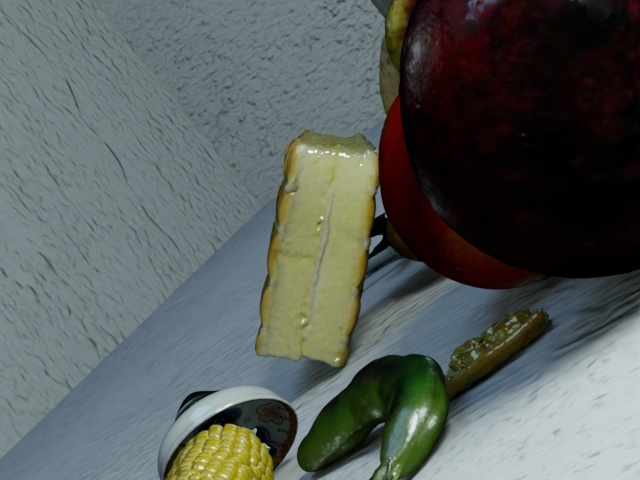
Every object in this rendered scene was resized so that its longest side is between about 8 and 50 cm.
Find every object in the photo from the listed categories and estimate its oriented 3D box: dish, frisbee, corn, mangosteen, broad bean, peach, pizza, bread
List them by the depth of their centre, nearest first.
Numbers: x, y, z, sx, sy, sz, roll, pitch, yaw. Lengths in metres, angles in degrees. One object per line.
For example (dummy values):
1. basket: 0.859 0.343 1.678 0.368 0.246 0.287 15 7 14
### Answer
1. mangosteen: 0.183 -0.134 1.390 0.307 0.307 0.347 -41 39 -11
2. broad bean: 0.042 0.148 1.483 0.144 0.049 0.292 -50 9 -3
3. pizza: 0.139 0.083 1.515 0.123 0.026 0.108 -38 4 18
4. corn: -0.095 0.231 1.533 0.091 0.091 0.260 -16 14 11
5. peach: 0.161 -0.075 1.637 0.243 0.199 0.243 -29 31 20
6. dish: -0.099 0.171 1.708 0.141 0.078 0.141 -22 -40 -20
7. bread: 0.000 0.000 2.037 0.246 0.111 0.239 -92 12 -84
8. frisbee: 0.097 -0.006 2.327 0.211 0.012 0.187 -23 -18 -35

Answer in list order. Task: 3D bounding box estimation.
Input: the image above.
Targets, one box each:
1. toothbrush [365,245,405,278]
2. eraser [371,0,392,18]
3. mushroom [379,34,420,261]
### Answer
1. toothbrush: 0.139 -0.022 2.255 0.413 0.035 0.042 -38 27 16
2. eraser: 0.153 -0.208 1.795 0.082 0.397 0.213 -40 5 -11
3. mushroom: 0.159 -0.105 2.045 0.267 0.254 0.267 -27 -20 -10
